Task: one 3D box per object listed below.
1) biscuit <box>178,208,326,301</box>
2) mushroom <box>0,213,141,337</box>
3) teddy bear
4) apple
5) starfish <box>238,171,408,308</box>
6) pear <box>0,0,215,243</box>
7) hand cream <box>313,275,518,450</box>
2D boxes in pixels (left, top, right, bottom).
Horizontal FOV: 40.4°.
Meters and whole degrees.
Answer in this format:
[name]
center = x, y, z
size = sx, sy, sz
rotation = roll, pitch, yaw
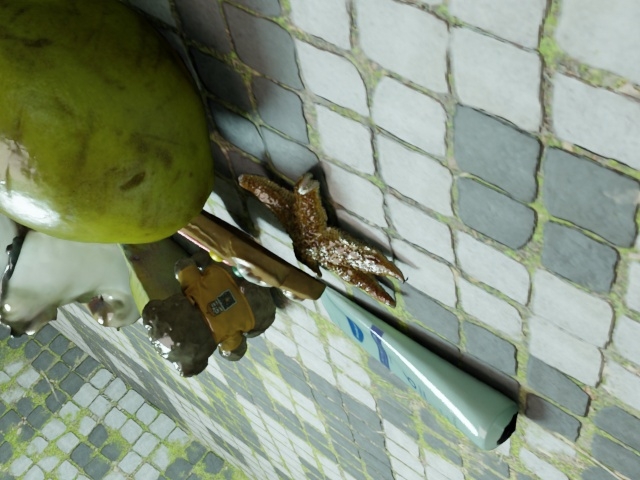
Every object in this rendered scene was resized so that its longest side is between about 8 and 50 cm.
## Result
[biscuit]
center = -0.147, -0.011, 1.105
size = 0.340, 0.047, 0.216
rotation = 30, 179, 29
[mushroom]
center = -0.514, -0.012, 1.627
size = 0.397, 0.314, 0.224
rotation = 37, 117, 42
[teddy bear]
center = -0.164, 0.106, 1.275
size = 0.177, 0.190, 0.140
rotation = 56, 154, -8
[apple]
center = -0.257, 0.059, 1.414
size = 0.265, 0.120, 0.193
rotation = 47, 162, 52
[starfish]
center = -0.001, 0.001, 1.008
size = 0.227, 0.043, 0.240
rotation = 39, 163, 12
[pear]
center = -0.255, -0.128, 0.904
size = 0.321, 0.269, 0.269
rotation = 45, 158, -9
[hand cream]
center = 0.114, 0.151, 1.103
size = 0.321, 0.067, 0.109
rotation = 35, 159, 36
